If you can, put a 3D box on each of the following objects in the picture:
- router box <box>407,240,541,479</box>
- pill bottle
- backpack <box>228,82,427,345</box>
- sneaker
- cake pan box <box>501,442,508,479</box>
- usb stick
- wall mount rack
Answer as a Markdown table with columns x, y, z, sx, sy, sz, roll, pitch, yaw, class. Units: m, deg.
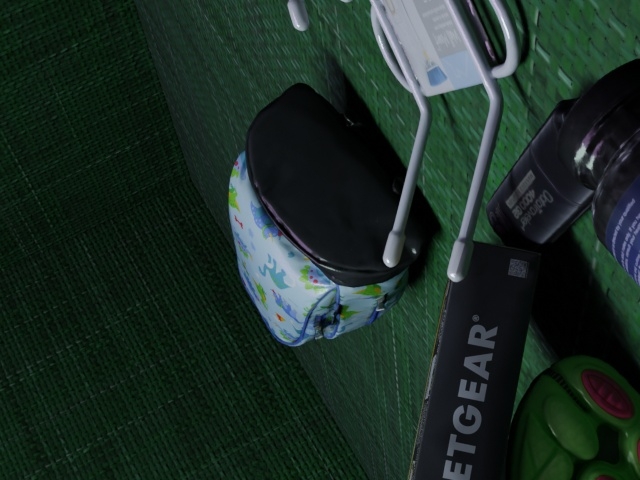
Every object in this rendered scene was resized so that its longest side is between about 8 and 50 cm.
| x | y | z | sx | sy | sz | roll | pitch | yaw | class |
| --- | --- | --- | --- | --- | --- | --- | --- | --- | --- |
| 0.140 | 0.171 | 1.172 | 0.243 | 0.081 | 0.308 | 69 | -147 | -80 | router box |
| 0.240 | -0.006 | 0.700 | 0.219 | 0.123 | 0.123 | 56 | 167 | 33 | pill bottle |
| 0.000 | 0.000 | 1.639 | 0.290 | 0.273 | 0.355 | 53 | 180 | 15 | backpack |
| 0.278 | 0.327 | 1.188 | 0.202 | 0.185 | 0.482 | -139 | 27 | -67 | sneaker |
| 0.242 | 0.357 | 1.413 | 0.267 | 0.070 | 0.246 | 62 | -160 | 19 | cake pan box |
| 0.198 | -0.046 | 1.024 | 0.077 | 0.045 | 0.278 | 54 | 168 | 10 | usb stick |
| 0.085 | -0.130 | 1.124 | 0.304 | 0.130 | 0.350 | 65 | 170 | -8 | wall mount rack |
